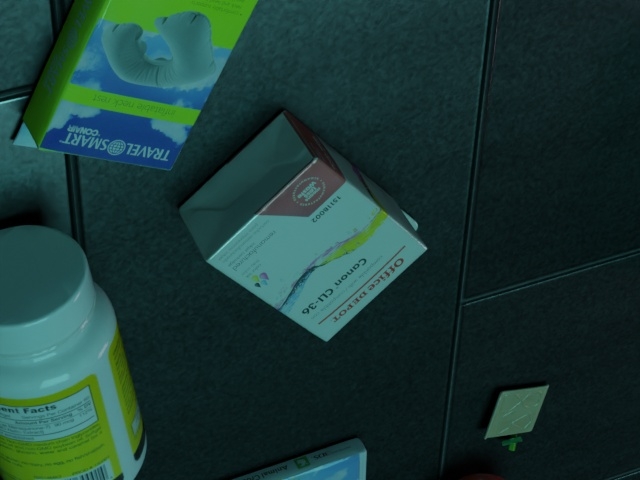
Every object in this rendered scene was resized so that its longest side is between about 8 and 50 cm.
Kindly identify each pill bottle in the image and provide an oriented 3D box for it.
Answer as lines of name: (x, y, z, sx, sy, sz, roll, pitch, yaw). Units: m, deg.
pill bottle: (-0.200, 0.096, 1.254, 0.119, 0.119, 0.208, -20, 136, -13)

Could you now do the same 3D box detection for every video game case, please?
video game case: (-0.049, 0.286, 1.593, 0.193, 0.023, 0.212, -16, 135, -17)

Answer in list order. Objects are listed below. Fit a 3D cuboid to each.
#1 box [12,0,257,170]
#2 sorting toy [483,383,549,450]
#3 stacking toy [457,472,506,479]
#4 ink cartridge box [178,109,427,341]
box: (-0.125, -0.119, 1.156, 0.109, 0.042, 0.178, 9, 123, -36)
sorting toy: (0.181, 0.171, 1.631, 0.062, 0.012, 0.083, -8, 129, -31)
stacking toy: (0.110, 0.368, 1.703, 0.141, 0.141, 0.330, 8, 118, -36)
ink cartridge box: (0.000, 0.000, 1.321, 0.115, 0.067, 0.198, -43, 137, 11)
